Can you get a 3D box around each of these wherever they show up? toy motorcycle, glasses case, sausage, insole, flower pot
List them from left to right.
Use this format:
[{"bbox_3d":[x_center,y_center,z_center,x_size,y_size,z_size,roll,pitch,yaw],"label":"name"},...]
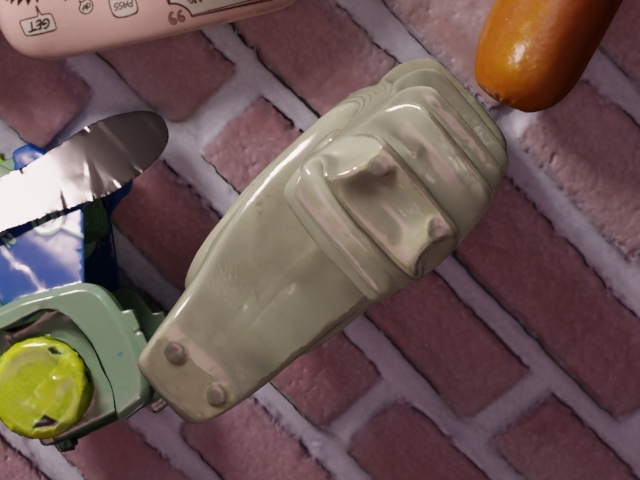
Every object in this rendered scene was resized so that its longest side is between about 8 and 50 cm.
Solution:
[{"bbox_3d":[-0.250,-0.059,1.615,0.232,0.003,0.080,-26,66,-8],"label":"insole"},{"bbox_3d":[-0.251,0.031,1.657,0.200,0.191,0.326,-24,85,5],"label":"toy motorcycle"},{"bbox_3d":[-0.162,-0.250,1.585,0.314,0.075,0.122,-10,107,13],"label":"glasses case"},{"bbox_3d":[0.000,0.000,1.552,0.367,0.254,0.164,-40,99,21],"label":"flower pot"},{"bbox_3d":[0.225,-0.241,1.512,0.105,0.105,0.274,25,110,0],"label":"sausage"}]
